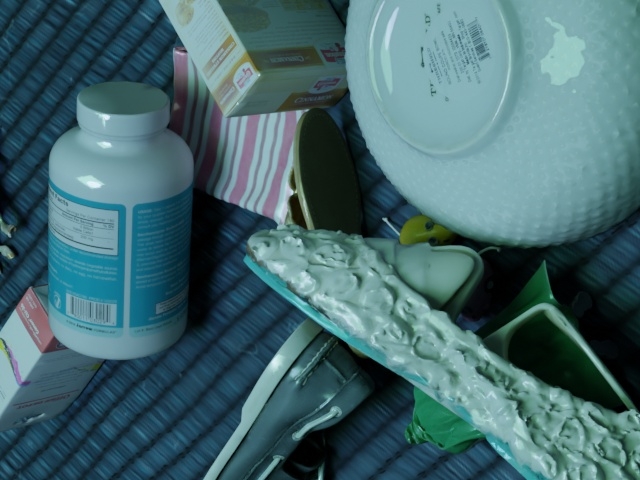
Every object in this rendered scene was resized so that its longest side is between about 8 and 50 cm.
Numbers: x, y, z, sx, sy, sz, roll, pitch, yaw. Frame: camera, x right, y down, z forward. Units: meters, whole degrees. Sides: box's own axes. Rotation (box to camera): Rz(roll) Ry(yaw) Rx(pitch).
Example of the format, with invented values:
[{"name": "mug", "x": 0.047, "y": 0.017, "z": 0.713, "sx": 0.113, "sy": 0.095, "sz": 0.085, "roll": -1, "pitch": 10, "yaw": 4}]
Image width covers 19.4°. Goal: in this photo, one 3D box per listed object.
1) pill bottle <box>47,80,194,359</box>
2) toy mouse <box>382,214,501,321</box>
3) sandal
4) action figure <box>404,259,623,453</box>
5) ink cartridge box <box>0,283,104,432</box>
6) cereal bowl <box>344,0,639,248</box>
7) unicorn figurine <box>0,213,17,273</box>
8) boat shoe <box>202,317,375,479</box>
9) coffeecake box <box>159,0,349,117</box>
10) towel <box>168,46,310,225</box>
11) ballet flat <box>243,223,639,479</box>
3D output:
[{"name": "pill bottle", "x": -0.202, "y": -0.023, "z": 1.898, "sx": 0.146, "sy": 0.146, "sz": 0.264, "roll": 28, "pitch": 125, "yaw": 39}, {"name": "toy mouse", "x": 0.109, "y": 0.046, "z": 1.697, "sx": 0.161, "sy": 0.031, "sz": 0.143, "roll": -5, "pitch": 95, "yaw": 52}, {"name": "sandal", "x": -0.004, "y": 0.001, "z": 1.772, "sx": 0.079, "sy": 0.088, "sz": 0.240, "roll": -19, "pitch": 88, "yaw": 39}, {"name": "action figure", "x": 0.155, "y": 0.126, "z": 1.651, "sx": 0.232, "sy": 0.063, "sz": 0.137, "roll": -35, "pitch": 74, "yaw": 38}, {"name": "ink cartridge box", "x": -0.302, "y": 0.127, "z": 2.066, "sx": 0.067, "sy": 0.115, "sz": 0.198, "roll": 55, "pitch": 129, "yaw": 22}, {"name": "cereal bowl", "x": 0.140, "y": -0.157, "z": 1.569, "sx": 0.339, "sy": 0.141, "sz": 0.339, "roll": 9, "pitch": 102, "yaw": 45}, {"name": "unicorn figurine", "x": -0.391, "y": -0.034, "z": 2.168, "sx": 0.111, "sy": 0.060, "sz": 0.162, "roll": 47, "pitch": 126, "yaw": 28}, {"name": "boat shoe", "x": -0.041, "y": 0.212, "z": 1.824, "sx": 0.099, "sy": 0.116, "sz": 0.319, "roll": 34, "pitch": 130, "yaw": 8}, {"name": "coffeecake box", "x": -0.063, "y": -0.211, "z": 1.758, "sx": 0.068, "sy": 0.142, "sz": 0.185, "roll": -47, "pitch": 64, "yaw": 39}, {"name": "towel", "x": -0.086, "y": -0.105, "z": 1.878, "sx": 0.197, "sy": 0.029, "sz": 0.144, "roll": 24, "pitch": 113, "yaw": 40}, {"name": "ballet flat", "x": 0.129, "y": 0.088, "z": 1.558, "sx": 0.409, "sy": 0.147, "sz": 0.147, "roll": 38, "pitch": 123, "yaw": 13}]
